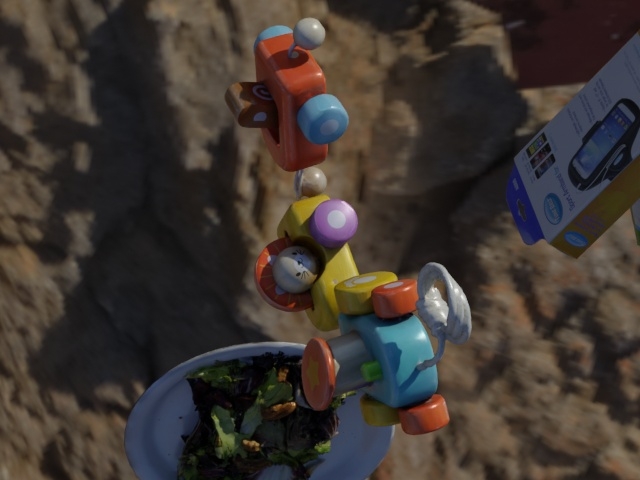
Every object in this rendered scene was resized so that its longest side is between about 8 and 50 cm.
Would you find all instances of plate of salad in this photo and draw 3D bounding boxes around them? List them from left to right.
[{"bbox_3d":[-0.043,0.150,1.333,0.200,0.048,0.200,-3,134,-3],"label":"plate of salad"}]

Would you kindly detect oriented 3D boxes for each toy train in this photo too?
[{"bbox_3d":[0.000,0.000,0.706,0.046,0.166,0.125,-16,141,-16],"label":"toy train"}]

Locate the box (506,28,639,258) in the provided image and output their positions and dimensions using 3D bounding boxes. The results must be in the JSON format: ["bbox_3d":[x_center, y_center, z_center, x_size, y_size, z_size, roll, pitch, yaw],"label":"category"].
[{"bbox_3d":[0.162,-0.053,1.037,0.028,0.081,0.136,25,121,-29],"label":"box"}]

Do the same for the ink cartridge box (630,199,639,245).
[{"bbox_3d":[0.352,-0.026,1.471,0.189,0.097,0.255,-37,136,-16],"label":"ink cartridge box"}]
